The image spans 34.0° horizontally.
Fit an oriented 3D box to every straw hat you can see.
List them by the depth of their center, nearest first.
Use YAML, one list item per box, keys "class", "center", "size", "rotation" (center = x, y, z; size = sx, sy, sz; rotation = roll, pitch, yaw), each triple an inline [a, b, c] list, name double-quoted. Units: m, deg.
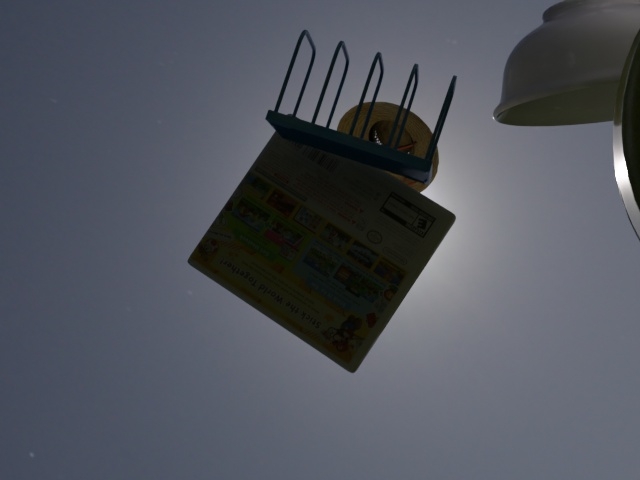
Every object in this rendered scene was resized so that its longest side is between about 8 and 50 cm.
- class: "straw hat"
  center: [0.094, -0.131, 1.332]
  size: [0.061, 0.145, 0.144]
  rotation: [-60, -35, -44]

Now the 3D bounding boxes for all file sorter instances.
- class: "file sorter"
  center: [0.047, -0.137, 1.083]
  size: [0.118, 0.170, 0.104]
  rotation: [34, -106, -83]

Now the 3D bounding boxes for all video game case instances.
- class: "video game case"
  center: [0.000, 0.000, 1.162]
  size: [0.206, 0.227, 0.026]
  rotation: [-56, -13, -5]

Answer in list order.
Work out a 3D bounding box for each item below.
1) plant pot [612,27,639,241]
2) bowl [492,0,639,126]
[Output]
- class: "plant pot"
  center: [0.344, -0.072, 0.670]
  size: [0.353, 0.367, 0.366]
  rotation: [-10, -61, -64]
- class: "bowl"
  center: [0.366, -0.239, 1.364]
  size: [0.298, 0.298, 0.134]
  rotation: [-3, -95, -42]
